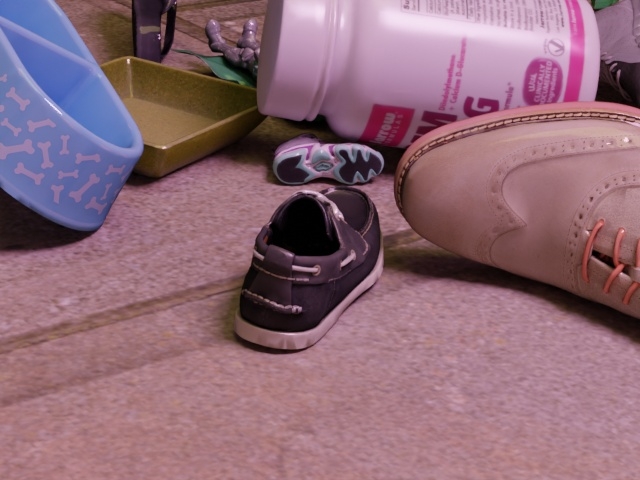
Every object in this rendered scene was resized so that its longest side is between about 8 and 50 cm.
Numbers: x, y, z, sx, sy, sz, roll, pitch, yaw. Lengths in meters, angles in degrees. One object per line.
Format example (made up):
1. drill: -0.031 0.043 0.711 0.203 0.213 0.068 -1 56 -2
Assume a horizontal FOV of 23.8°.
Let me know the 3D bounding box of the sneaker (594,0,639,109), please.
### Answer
1. sneaker: 0.302 -0.173 1.593 0.132 0.086 0.229 -16 32 18

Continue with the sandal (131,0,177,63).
1. sandal: -0.174 -0.235 1.627 0.054 0.097 0.254 -1 35 -8

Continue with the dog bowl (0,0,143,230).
1. dog bowl: -0.245 -0.137 1.232 0.166 0.074 0.297 24 25 -53

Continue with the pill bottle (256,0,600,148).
1. pill bottle: 0.092 -0.160 1.367 0.283 0.160 0.160 7 23 -10

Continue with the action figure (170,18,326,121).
1. action figure: -0.033 -0.166 1.527 0.137 0.063 0.232 -9 30 -34

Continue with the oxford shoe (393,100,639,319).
1. oxford shoe: 0.242 -0.005 1.111 0.397 0.140 0.146 7 30 11

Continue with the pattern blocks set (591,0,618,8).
1. pattern blocks set: 0.267 -0.360 2.050 0.324 0.026 0.285 22 30 36

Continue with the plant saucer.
1. plant saucer: -0.162 -0.110 1.391 0.188 0.045 0.188 17 27 28

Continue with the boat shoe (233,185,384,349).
1. boat shoe: 0.000 0.000 1.130 0.084 0.079 0.233 8 23 14

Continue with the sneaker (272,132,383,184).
1. sneaker: 0.004 -0.078 1.354 0.098 0.038 0.069 1 25 -9
